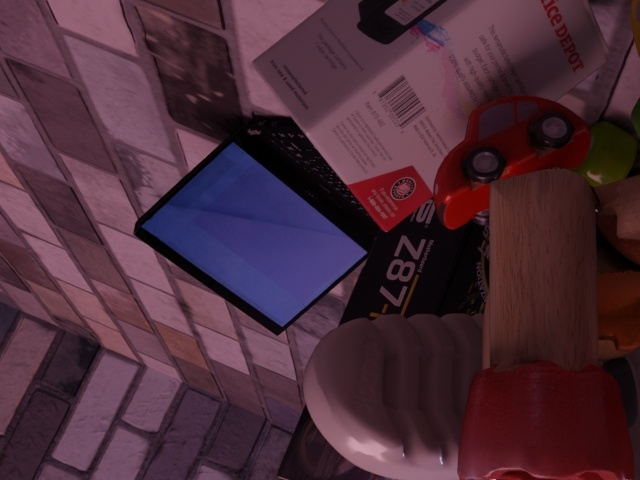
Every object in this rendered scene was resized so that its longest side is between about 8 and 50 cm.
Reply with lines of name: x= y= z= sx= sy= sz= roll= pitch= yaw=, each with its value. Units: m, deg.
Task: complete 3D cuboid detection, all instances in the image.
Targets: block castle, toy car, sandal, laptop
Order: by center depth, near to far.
block castle: x=0.303 y=0.095 z=0.744 sx=0.453 sy=0.212 sz=0.303 roll=0 pitch=166 yaw=6
toy car: x=0.192 y=-0.086 z=0.812 sx=0.225 sy=0.239 sz=0.053 roll=10 pitch=-135 yaw=-54
toy car: x=0.218 y=0.036 z=1.012 sx=0.155 sy=0.188 sz=0.149 roll=28 pitch=164 yaw=-10
sandal: x=0.161 y=0.141 z=1.046 sx=0.416 sy=0.169 sz=0.102 roll=15 pitch=135 yaw=-26
laptop: x=0.000 y=0.000 z=1.315 sx=0.264 sy=0.136 sz=0.234 roll=8 pitch=157 yaw=46

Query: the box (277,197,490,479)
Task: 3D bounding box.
box: x=0.148 y=0.142 z=1.222 sx=0.097 sy=0.318 sz=0.395 roll=12 pitch=159 yaw=38

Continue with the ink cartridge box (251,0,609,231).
ink cartridge box: x=0.068 y=-0.106 z=0.807 sx=0.072 sy=0.175 sz=0.127 roll=54 pitch=-177 yaw=37
